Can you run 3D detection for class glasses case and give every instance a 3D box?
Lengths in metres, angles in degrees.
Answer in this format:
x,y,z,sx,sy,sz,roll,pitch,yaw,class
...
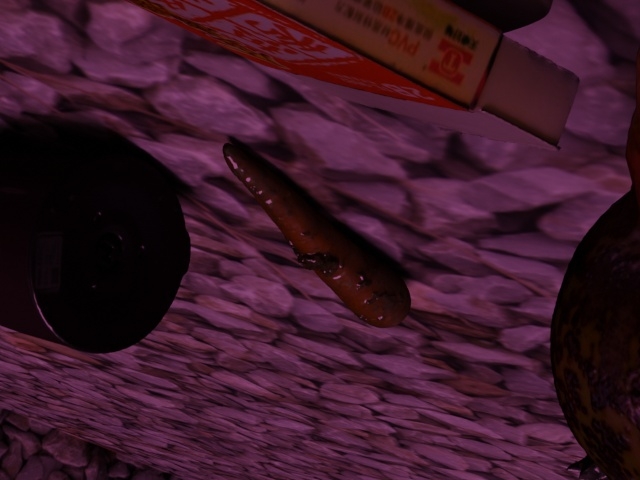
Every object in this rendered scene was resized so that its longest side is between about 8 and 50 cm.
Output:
x,y,z,sx,sy,sz,roll,pitch,yaw,class
0.066,-0.104,0.534,0.032,0.021,0.083,27,162,-34,glasses case

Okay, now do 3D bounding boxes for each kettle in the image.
x,y,z,sx,sy,sz,roll,pitch,yaw,class
-0.218,-0.008,0.938,0.232,0.144,0.202,10,-168,39,kettle

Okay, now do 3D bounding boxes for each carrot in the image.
x,y,z,sx,sy,sz,roll,pitch,yaw,class
0.000,0.000,0.878,0.049,0.049,0.254,3,153,37,carrot

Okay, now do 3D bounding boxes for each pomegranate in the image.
x,y,z,sx,sy,sz,roll,pitch,yaw,class
0.194,0.012,0.525,0.214,0.214,0.247,-2,120,45,pomegranate

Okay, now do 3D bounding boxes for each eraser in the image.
x,y,z,sx,sy,sz,roll,pitch,yaw,class
-0.023,-0.098,0.486,0.230,0.038,0.157,19,-178,-38,eraser

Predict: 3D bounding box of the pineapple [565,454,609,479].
x,y,z,sx,sy,sz,roll,pitch,yaw,class
0.359,0.276,1.196,0.279,0.157,0.158,35,158,-10,pineapple
